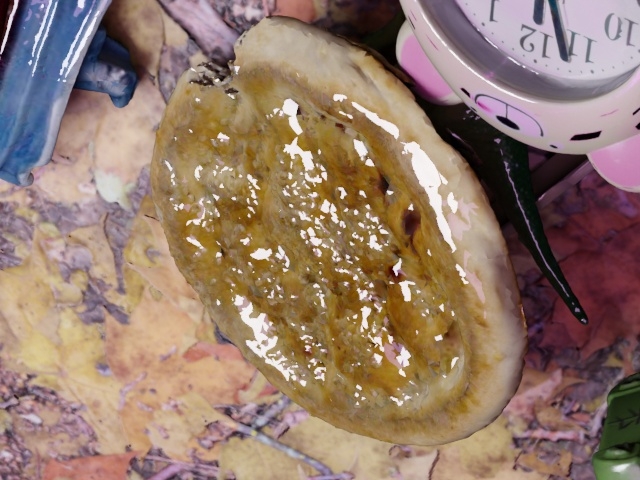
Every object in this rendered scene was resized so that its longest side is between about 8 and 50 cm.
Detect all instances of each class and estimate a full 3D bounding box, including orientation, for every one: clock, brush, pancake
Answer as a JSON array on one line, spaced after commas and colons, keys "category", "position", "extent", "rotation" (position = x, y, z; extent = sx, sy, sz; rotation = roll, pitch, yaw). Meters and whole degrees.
[{"category": "clock", "position": [0.158, -0.191, 1.095], "extent": [0.284, 0.114, 0.309], "rotation": [26, 140, 25]}, {"category": "brush", "position": [0.210, -0.051, 1.353], "extent": [0.050, 0.060, 0.321], "rotation": [40, 117, -22]}, {"category": "pancake", "position": [0.001, -0.001, 1.327], "extent": [0.382, 0.071, 0.382], "rotation": [26, 132, 32]}]

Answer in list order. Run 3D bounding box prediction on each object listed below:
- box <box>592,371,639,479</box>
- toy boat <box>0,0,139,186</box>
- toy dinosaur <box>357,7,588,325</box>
[{"category": "box", "position": [0.387, 0.181, 1.339], "extent": [0.328, 0.253, 0.178], "rotation": [-16, 99, 18]}, {"category": "toy boat", "position": [-0.211, -0.166, 1.349], "extent": [0.142, 0.129, 0.309], "rotation": [5, 128, -30]}, {"category": "toy dinosaur", "position": [0.143, -0.170, 1.283], "extent": [0.301, 0.087, 0.447], "rotation": [-42, 91, 22]}]
